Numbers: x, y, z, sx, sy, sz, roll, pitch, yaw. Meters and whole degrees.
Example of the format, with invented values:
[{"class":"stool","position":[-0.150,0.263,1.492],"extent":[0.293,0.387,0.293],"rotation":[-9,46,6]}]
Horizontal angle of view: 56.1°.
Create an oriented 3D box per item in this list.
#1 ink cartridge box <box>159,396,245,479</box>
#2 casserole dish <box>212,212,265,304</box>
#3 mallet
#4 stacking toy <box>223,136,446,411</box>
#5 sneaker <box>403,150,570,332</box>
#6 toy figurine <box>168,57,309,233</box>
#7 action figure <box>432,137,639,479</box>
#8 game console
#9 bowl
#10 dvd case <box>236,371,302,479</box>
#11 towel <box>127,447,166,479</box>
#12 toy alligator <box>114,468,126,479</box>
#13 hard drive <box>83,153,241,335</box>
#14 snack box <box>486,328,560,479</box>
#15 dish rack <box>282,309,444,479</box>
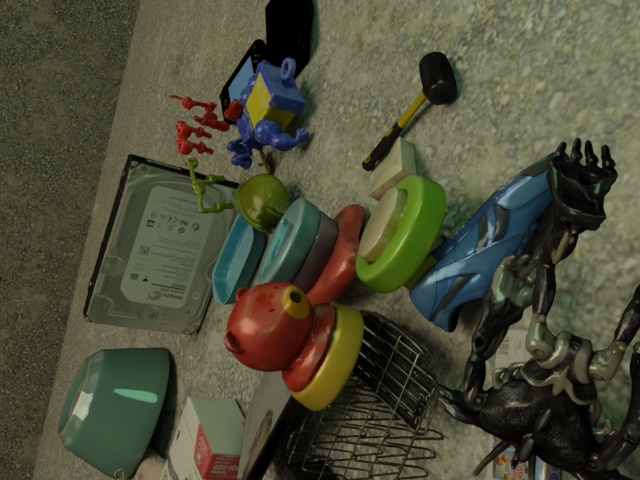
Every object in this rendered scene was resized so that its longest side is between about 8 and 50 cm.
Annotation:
[{"class":"ink cartridge box","position":[-0.194,0.395,0.997],"extent":[0.158,0.092,0.217],"rotation":[41,116,57]},{"class":"casserole dish","position":[-0.152,0.037,1.125],"extent":[0.188,0.037,0.114],"rotation":[-63,32,20]},{"class":"mallet","position":[0.108,-0.148,0.768],"extent":[0.189,0.039,0.062],"rotation":[-56,33,39]},{"class":"stacking toy","position":[0.000,0.000,0.701],"extent":[0.279,0.131,0.309],"rotation":[-57,16,23]},{"class":"sneaker","position":[0.172,0.007,0.580],"extent":[0.082,0.069,0.209],"rotation":[50,118,17]},{"class":"toy figurine","position":[-0.112,-0.212,1.022],"extent":[0.217,0.191,0.362],"rotation":[-51,39,28]},{"class":"action figure","position":[0.184,0.074,0.431],"extent":[0.164,0.141,0.275],"rotation":[28,136,24]},{"class":"game console","position":[-0.120,-0.357,1.223],"extent":[0.361,0.044,0.213],"rotation":[-40,46,47]},{"class":"bowl","position":[-0.483,0.372,1.369],"extent":[0.311,0.163,0.311],"rotation":[-45,31,37]},{"class":"dvd case","position":[-0.064,0.223,0.843],"extent":[0.180,0.022,0.252],"rotation":[-89,22,-60]},{"class":"towel","position":[-0.361,0.607,1.233],"extent":[0.332,0.054,0.316],"rotation":[-9,71,57]},{"class":"toy alligator","position":[-0.418,0.566,1.245],"extent":[0.051,0.056,0.189],"rotation":[50,-133,-78]},{"class":"hard drive","position":[-0.311,0.021,1.200],"extent":[0.064,0.237,0.338],"rotation":[44,115,56]},{"class":"snack box","position":[0.179,0.168,0.528],"extent":[0.064,0.022,0.178],"rotation":[-8,71,57]},{"class":"dish rack","position":[0.051,0.223,0.679],"extent":[0.208,0.074,0.271],"rotation":[32,104,57]}]
